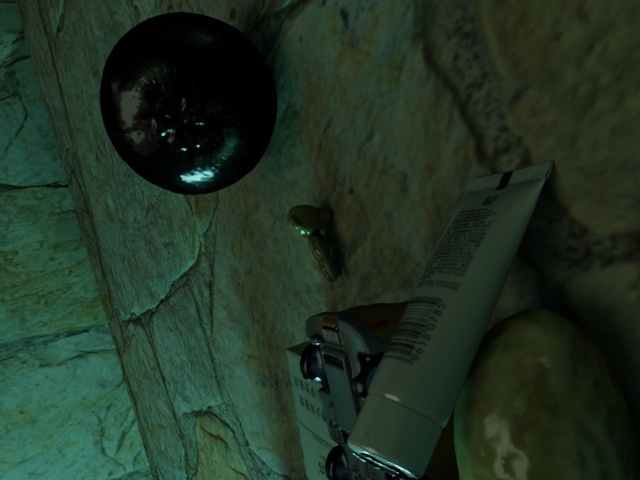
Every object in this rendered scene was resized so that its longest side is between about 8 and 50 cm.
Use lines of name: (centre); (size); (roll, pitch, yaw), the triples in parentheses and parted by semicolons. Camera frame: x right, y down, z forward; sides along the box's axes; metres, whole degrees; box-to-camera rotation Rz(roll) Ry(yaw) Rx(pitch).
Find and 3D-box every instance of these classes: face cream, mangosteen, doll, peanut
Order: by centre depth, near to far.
face cream: (0.091, 0.050, 0.521); (0.058, 0.244, 0.092); (34, 162, -21)
peanut: (0.154, 0.200, 0.535); (0.149, 0.149, 0.314); (30, 127, 55)
doll: (-0.009, 0.004, 0.841); (0.061, 0.051, 0.093); (-85, -14, -83)
mangosteen: (-0.159, -0.172, 0.882); (0.216, 0.216, 0.216); (40, 137, 50)

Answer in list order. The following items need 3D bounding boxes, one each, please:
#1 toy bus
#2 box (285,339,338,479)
toy bus: (0.076, 0.153, 0.653); (0.126, 0.136, 0.210); (-1, 104, 63)
box: (0.039, 0.256, 0.858); (0.168, 0.071, 0.260); (12, 115, 62)
